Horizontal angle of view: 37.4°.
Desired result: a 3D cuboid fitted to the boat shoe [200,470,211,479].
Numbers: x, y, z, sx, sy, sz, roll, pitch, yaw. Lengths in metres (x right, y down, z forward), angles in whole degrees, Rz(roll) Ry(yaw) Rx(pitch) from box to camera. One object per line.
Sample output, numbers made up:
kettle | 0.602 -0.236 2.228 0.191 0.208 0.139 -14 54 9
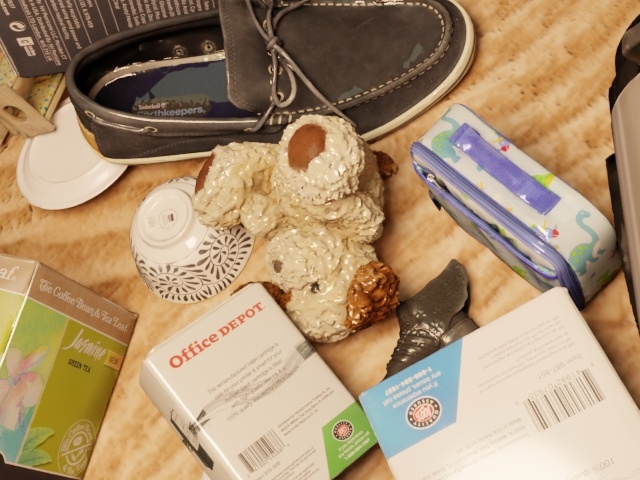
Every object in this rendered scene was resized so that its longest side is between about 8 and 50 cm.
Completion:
boat shoe | -0.080 0.258 1.000 0.076 0.083 0.226 -4 68 21

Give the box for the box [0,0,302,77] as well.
box | -0.221 -0.406 1.186 0.396 0.212 0.293 -9 65 -2

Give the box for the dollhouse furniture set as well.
dollhouse furniture set | -0.426 -0.237 1.313 0.161 0.101 0.181 -9 52 34

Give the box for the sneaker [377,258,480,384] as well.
sneaker | 0.104 0.102 1.012 0.170 0.051 0.089 -38 61 -1

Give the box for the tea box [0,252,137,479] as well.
tea box | -0.445 0.174 1.100 0.329 0.220 0.323 11 75 24

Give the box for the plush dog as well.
plush dog | 0.000 0.000 1.043 0.262 0.211 0.225 -9 79 49

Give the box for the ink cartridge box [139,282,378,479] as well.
ink cartridge box | -0.064 0.170 0.963 0.153 0.087 0.208 -33 77 -28

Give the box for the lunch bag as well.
lunch bag | 0.195 -0.034 0.956 0.090 0.176 0.219 -46 62 -1

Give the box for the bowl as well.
bowl | -0.171 -0.016 1.147 0.170 0.080 0.170 -8 66 18

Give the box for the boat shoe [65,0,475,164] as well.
boat shoe | -0.066 -0.201 1.119 0.501 0.156 0.186 -9 69 8

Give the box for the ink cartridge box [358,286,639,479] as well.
ink cartridge box | 0.207 0.236 0.870 0.223 0.129 0.307 -30 62 8

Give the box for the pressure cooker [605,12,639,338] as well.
pressure cooker | 0.432 -0.061 0.762 0.376 0.370 0.420 -6 72 13

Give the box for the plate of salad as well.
plate of salad | -0.317 -0.122 1.266 0.200 0.048 0.199 -12 55 18
